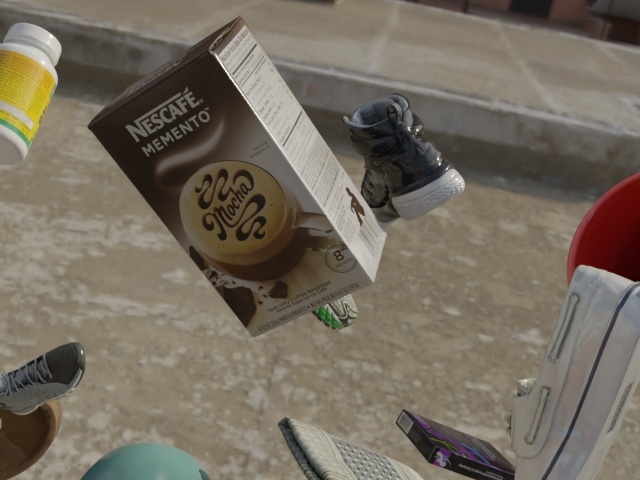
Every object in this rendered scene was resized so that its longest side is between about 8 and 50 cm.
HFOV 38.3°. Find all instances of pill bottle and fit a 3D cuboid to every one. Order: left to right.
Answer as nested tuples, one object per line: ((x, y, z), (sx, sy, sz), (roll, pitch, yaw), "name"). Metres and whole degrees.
((-0.484, -0.233, 1.446), (0.117, 0.118, 0.209), (13, 64, 3), "pill bottle")

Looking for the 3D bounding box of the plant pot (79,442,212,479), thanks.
((-0.281, 0.467, 1.452), (0.292, 0.293, 0.235), (7, 40, -11), "plant pot")

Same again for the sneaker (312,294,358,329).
((0.000, 0.000, 1.532), (0.146, 0.344, 0.134), (-23, 27, -3), "sneaker")

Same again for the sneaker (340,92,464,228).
((0.085, -0.100, 1.180), (0.101, 0.153, 0.268), (-28, 3, -16), "sneaker")

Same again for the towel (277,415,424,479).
((0.107, 0.403, 1.436), (0.312, 0.056, 0.324), (31, 7, -30), "towel")

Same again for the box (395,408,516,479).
((0.195, 0.294, 1.281), (0.162, 0.029, 0.116), (26, 6, -23), "box")

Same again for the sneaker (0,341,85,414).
((-0.525, 0.249, 1.627), (0.132, 0.228, 0.086), (13, 48, -50), "sneaker")

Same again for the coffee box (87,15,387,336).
((-0.081, -0.063, 0.992), (0.168, 0.297, 0.119), (-27, 21, 25), "coffee box")

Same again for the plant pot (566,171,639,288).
((0.518, 0.064, 1.274), (0.243, 0.275, 0.275), (34, 0, -44), "plant pot")

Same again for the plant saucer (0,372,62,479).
((-0.637, 0.378, 1.800), (0.277, 0.278, 0.041), (-3, 33, -34), "plant saucer")

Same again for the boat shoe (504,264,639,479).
((0.203, 0.150, 0.792), (0.088, 0.268, 0.096), (28, 21, 30), "boat shoe")
